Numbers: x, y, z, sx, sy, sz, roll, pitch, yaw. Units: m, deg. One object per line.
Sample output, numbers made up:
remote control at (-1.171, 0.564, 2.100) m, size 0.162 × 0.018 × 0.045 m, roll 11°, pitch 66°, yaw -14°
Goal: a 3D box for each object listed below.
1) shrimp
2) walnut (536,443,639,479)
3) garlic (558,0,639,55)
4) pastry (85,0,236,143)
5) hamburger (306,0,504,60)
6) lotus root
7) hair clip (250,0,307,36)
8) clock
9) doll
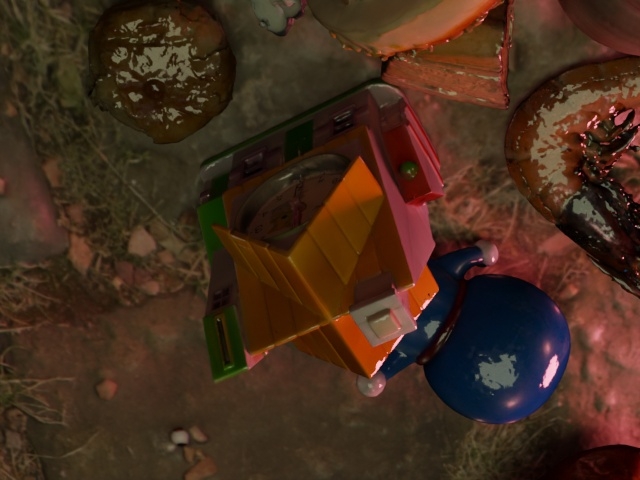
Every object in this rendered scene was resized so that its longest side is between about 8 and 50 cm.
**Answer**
shrimp at (0.335, -0.067, 1.200) m, size 0.222 × 0.054 × 0.290 m, roll -34°, pitch 108°, yaw 20°
walnut at (0.329, 0.383, 1.415) m, size 0.244 × 0.221 × 0.269 m, roll 24°, pitch 137°, yaw -39°
garlic at (0.329, -0.286, 1.033) m, size 0.292 × 0.210 × 0.237 m, roll 28°, pitch 84°, yaw -12°
pastry at (-0.155, -0.169, 1.126) m, size 0.153 × 0.081 × 0.153 m, roll -2°, pitch 114°, yaw -5°
hamburger at (0.056, -0.297, 0.927) m, size 0.225 × 0.291 × 0.291 m, roll 28°, pitch 120°, yaw -38°
lotus root at (0.132, -0.194, 1.109) m, size 0.135 × 0.095 × 0.159 m, roll 9°, pitch 163°, yaw 0°
hair clip at (-0.069, -0.254, 1.057) m, size 0.172 × 0.116 × 0.049 m, roll 41°, pitch 79°, yaw -27°
clock at (0.000, 0.000, 1.097) m, size 0.235 × 0.309 × 0.166 m, roll -25°, pitch 120°, yaw 15°
doll at (0.140, 0.097, 1.253) m, size 0.257 × 0.161 × 0.215 m, roll 31°, pitch 87°, yaw -4°
